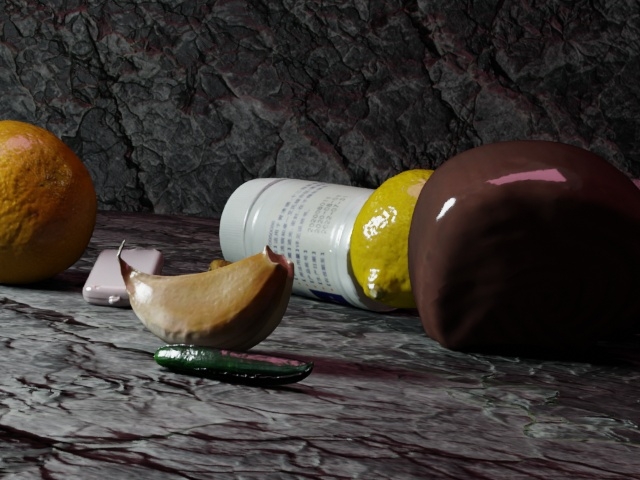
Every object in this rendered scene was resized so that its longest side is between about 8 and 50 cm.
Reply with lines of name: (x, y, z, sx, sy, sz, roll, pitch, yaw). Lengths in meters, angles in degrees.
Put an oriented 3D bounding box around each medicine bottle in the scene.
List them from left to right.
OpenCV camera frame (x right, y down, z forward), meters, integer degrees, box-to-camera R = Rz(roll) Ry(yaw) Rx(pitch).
medicine bottle: (0.000, 0.000, 1.989, 0.190, 0.190, 0.332, 1, 7, -43)

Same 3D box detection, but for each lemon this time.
lemon: (0.138, -0.002, 1.764, 0.187, 0.244, 0.187, 31, -24, 16)

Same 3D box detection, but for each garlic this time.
garlic: (-0.133, 0.081, 1.400, 0.207, 0.128, 0.115, -1, 46, 4)

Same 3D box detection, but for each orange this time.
orange: (-0.467, -0.054, 1.860, 0.264, 0.264, 0.264, 5, 5, 0)

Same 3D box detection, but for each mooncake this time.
mooncake: (0.268, 0.026, 1.593, 0.326, 0.334, 0.174, 38, 17, -22)

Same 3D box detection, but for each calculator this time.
calculator: (-0.284, 0.052, 1.767, 0.100, 0.032, 0.175, 1, 23, 2)

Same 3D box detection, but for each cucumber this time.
cucumber: (-0.094, 0.131, 1.271, 0.184, 0.033, 0.036, 6, 30, 21)

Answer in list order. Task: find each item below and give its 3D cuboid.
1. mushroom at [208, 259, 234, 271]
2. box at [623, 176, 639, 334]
mushroom: (-0.206, 0.066, 1.849, 0.187, 0.060, 0.061, -6, 24, -23)
box: (0.380, 0.024, 1.768, 0.289, 0.290, 0.073, 5, 44, -4)
